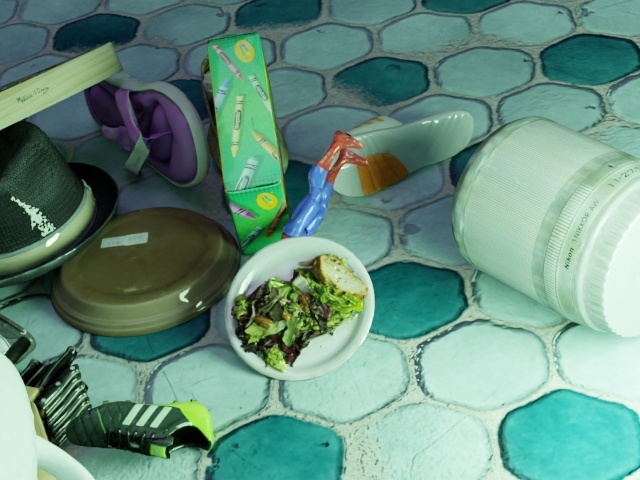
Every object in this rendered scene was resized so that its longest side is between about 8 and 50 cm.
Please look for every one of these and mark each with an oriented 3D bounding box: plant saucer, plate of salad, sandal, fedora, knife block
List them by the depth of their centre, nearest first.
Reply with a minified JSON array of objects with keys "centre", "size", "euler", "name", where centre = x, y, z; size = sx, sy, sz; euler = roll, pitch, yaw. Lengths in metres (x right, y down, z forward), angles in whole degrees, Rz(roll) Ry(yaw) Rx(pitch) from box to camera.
[{"centre":[-0.412,0.232,1.752],"size":[0.275,0.088,0.242],"euler":[-20,36,-13],"name":"knife block"},{"centre":[-0.030,0.083,1.835],"size":[0.200,0.048,0.200],"euler":[-4,68,11],"name":"plate of salad"},{"centre":[-0.253,0.035,2.027],"size":[0.278,0.041,0.278],"euler":[-7,36,5],"name":"plant saucer"},{"centre":[-0.460,-0.071,2.091],"size":[0.334,0.152,0.334],"euler":[-15,30,9],"name":"fedora"},{"centre":[0.107,-0.142,2.140],"size":[0.265,0.102,0.076],"euler":[-18,34,-25],"name":"sandal"},{"centre":[-0.293,-0.168,2.217],"size":[0.102,0.169,0.416],"euler":[-24,25,-23],"name":"sandal"}]

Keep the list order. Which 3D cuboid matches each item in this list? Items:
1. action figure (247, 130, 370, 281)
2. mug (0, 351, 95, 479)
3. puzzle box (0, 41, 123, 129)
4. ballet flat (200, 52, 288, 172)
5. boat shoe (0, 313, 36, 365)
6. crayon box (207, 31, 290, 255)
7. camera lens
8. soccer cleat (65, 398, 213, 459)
[{"centre":[0.000,0.000,1.941],"size":[0.139,0.091,0.280],"euler":[32,77,22],"name":"action figure"},{"centre":[-0.394,0.288,1.497],"size":[0.374,0.276,0.328],"euler":[26,51,-24],"name":"mug"},{"centre":[-0.516,-0.187,2.135],"size":[0.272,0.052,0.409],"euler":[-16,13,33],"name":"puzzle box"},{"centre":[-0.132,-0.209,2.266],"size":[0.123,0.123,0.348],"euler":[-13,36,-4],"name":"ballet flat"},{"centre":[-0.474,0.106,1.952],"size":[0.228,0.080,0.076],"euler":[26,43,38],"name":"boat shoe"},{"centre":[-0.101,-0.141,2.047],"size":[0.081,0.165,0.278],"euler":[-9,57,1],"name":"crayon box"},{"centre":[0.320,-0.021,1.807],"size":[0.219,0.219,0.274],"euler":[-32,41,-27],"name":"camera lens"},{"centre":[-0.215,0.230,1.708],"size":[0.179,0.060,0.072],"euler":[-3,39,-18],"name":"soccer cleat"}]
